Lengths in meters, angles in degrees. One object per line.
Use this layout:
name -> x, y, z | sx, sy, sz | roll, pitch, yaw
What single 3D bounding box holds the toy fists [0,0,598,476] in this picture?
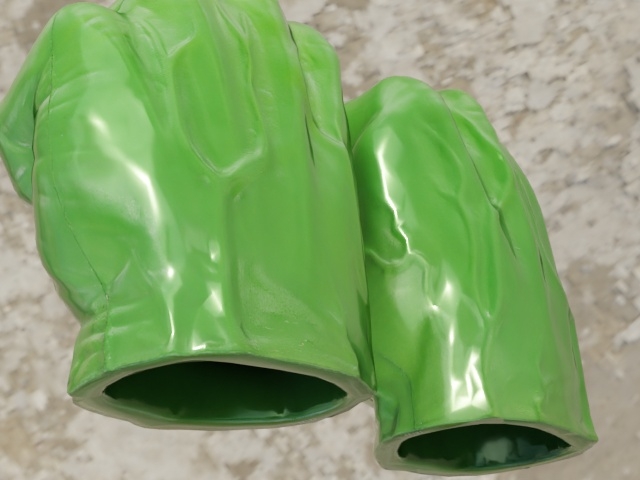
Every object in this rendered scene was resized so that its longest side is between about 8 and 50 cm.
toy fists -> 0.000, 0.000, 0.587 | 0.096, 0.279, 0.142 | -20, 66, 33
